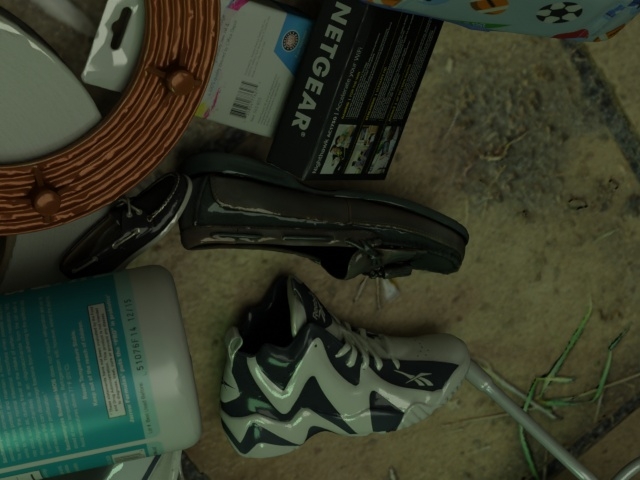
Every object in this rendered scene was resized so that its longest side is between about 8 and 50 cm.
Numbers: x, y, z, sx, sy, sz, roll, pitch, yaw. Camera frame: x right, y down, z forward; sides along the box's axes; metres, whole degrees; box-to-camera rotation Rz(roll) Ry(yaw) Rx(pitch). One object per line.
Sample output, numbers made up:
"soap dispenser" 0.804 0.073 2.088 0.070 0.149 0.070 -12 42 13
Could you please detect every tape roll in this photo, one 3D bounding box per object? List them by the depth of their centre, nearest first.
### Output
"tape roll" -0.346 -0.016 1.391 0.392 0.072 0.392 -8 114 -19

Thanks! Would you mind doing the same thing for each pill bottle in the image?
"pill bottle" -0.230 0.111 1.355 0.264 0.146 0.146 -11 116 -6

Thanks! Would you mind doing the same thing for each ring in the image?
"ring" -0.232 -0.156 1.319 0.337 0.032 0.336 -8 114 -19

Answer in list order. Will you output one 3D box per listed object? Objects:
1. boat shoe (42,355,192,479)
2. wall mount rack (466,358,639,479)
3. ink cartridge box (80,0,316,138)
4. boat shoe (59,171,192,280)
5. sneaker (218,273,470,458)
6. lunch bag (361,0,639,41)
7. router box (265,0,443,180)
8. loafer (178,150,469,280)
"boat shoe" -0.158 0.252 1.545 0.156 0.136 0.367 16 107 -27
"wall mount rack" 0.182 0.290 1.713 0.350 0.130 0.304 -48 124 3
"ink cartridge box" -0.103 -0.158 1.435 0.181 0.061 0.104 15 104 -28
"boat shoe" -0.155 -0.011 1.406 0.125 0.046 0.038 -43 126 9
"sneaker" 0.019 0.091 1.571 0.235 0.094 0.153 -12 124 -6
"lunch bag" 0.136 -0.292 1.401 0.303 0.115 0.243 8 69 -27
"router box" 0.035 -0.138 1.474 0.133 0.046 0.179 -3 117 -58
"loafer" 0.000 0.000 1.516 0.267 0.096 0.084 15 67 -20
